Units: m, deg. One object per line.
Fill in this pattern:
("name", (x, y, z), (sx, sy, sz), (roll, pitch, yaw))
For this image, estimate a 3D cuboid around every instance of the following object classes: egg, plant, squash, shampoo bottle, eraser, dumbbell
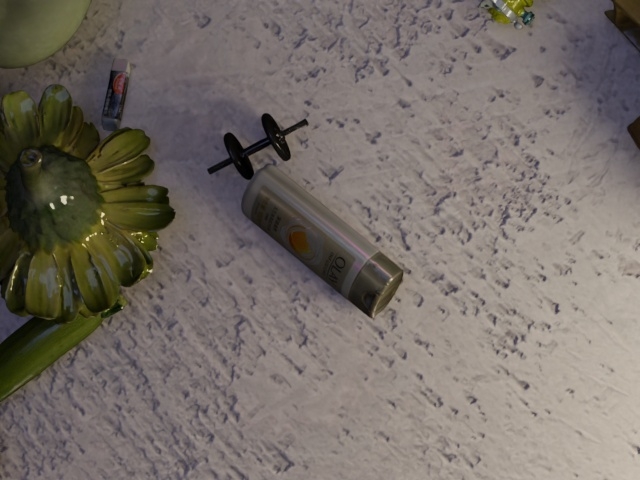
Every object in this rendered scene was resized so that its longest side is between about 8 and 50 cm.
("egg", (-0.415, -0.403, 1.693), (0.258, 0.258, 0.352), (1, 91, 15))
("plant", (-0.359, -0.034, 1.636), (0.306, 0.297, 0.261), (44, 110, 5))
("squash", (-0.373, 0.136, 1.711), (0.252, 0.066, 0.066), (-37, 75, 7))
("shampoo bottle", (0.000, 0.000, 1.622), (0.227, 0.056, 0.086), (40, 138, 16))
("eraser", (-0.280, -0.199, 1.754), (0.027, 0.019, 0.099), (10, 84, 16))
("dumbbell", (-0.082, -0.122, 1.664), (0.147, 0.069, 0.069), (-26, 77, 10))

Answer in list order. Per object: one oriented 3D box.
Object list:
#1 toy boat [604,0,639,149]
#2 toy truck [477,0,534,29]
("toy boat", (0.461, -0.111, 1.492), (0.162, 0.136, 0.445), (-28, 72, 6))
("toy truck", (0.250, -0.317, 1.603), (0.077, 0.076, 0.111), (38, 95, -3))
